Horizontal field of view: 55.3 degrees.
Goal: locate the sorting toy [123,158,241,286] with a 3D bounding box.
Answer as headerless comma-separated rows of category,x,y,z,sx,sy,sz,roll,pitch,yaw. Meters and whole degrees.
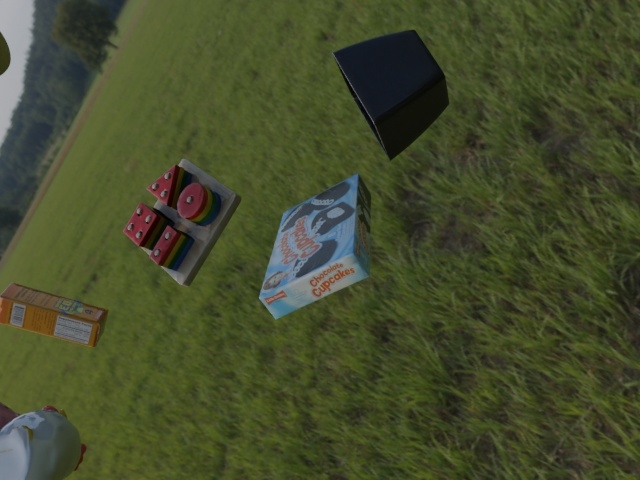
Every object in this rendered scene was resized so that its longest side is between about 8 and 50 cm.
sorting toy,-0.356,-0.062,1.508,0.257,0.089,0.256,34,93,40

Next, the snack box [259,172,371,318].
snack box,0.000,0.000,1.143,0.187,0.060,0.322,-27,24,18

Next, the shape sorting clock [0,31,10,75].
shape sorting clock,-0.791,-0.450,1.357,0.040,0.206,0.206,-30,36,31

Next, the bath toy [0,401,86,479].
bath toy,-0.451,0.268,0.788,0.348,0.129,0.152,-8,74,19

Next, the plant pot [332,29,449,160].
plant pot,0.155,-0.307,1.237,0.167,0.188,0.188,-29,69,6

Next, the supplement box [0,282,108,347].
supplement box,-0.627,0.176,1.435,0.078,0.233,0.080,-97,28,-67
